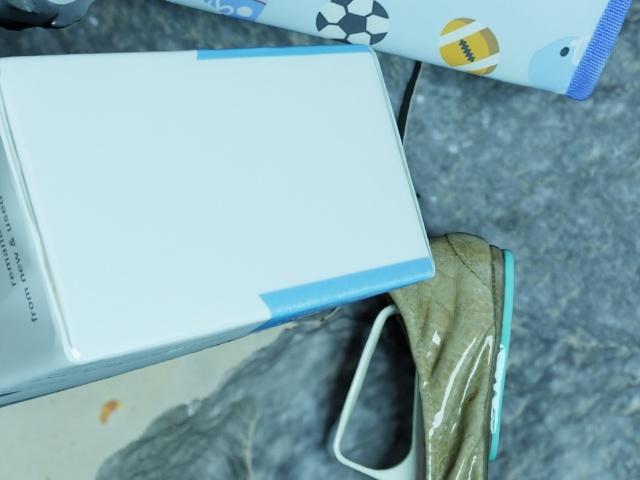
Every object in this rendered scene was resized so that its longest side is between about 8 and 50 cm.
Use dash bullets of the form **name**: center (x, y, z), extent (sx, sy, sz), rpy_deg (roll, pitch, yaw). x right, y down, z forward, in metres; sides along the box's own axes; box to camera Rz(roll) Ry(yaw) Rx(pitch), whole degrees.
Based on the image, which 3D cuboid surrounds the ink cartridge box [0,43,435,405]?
- **ink cartridge box**: center (-0.133, 0.011, 0.651), extent (0.223, 0.307, 0.129), rpy_deg (-12, 84, -44)

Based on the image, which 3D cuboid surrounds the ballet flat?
- **ballet flat**: center (0.070, 0.162, 0.831), extent (0.124, 0.116, 0.342), rpy_deg (-1, 79, 3)

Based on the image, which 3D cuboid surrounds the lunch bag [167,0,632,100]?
- **lunch bag**: center (0.079, -0.326, 0.767), extent (0.328, 0.385, 0.239), rpy_deg (9, 38, -15)

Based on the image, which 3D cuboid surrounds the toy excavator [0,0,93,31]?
- **toy excavator**: center (-0.255, -0.336, 0.709), extent (0.222, 0.433, 0.445), rpy_deg (0, 98, 24)
